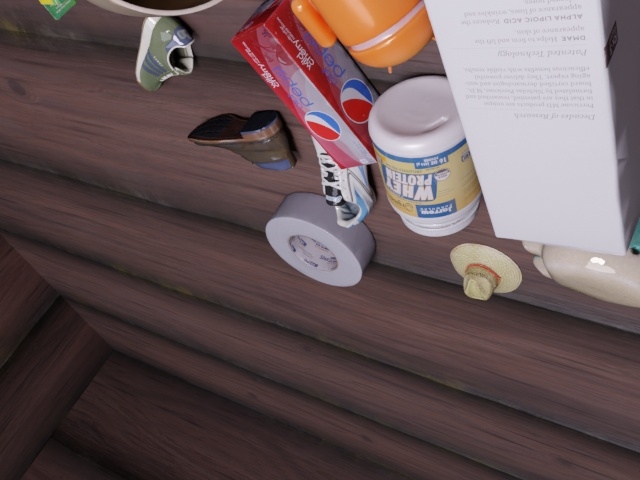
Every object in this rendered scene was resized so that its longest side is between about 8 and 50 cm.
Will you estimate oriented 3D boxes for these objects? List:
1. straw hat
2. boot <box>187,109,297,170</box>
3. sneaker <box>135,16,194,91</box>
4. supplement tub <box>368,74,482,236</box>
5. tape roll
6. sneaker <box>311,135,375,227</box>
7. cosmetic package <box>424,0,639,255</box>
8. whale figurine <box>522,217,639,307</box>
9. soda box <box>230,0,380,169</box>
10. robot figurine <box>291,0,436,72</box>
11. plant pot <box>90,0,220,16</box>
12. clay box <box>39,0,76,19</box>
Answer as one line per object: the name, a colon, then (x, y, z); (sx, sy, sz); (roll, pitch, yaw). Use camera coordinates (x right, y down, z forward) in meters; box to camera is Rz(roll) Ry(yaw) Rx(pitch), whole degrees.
straw hat: (0.289, 0.074, 1.216); (0.145, 0.061, 0.144); (24, 152, 14)
boot: (-0.144, -0.169, 1.224); (0.219, 0.082, 0.106); (4, 139, 39)
sneaker: (-0.258, -0.300, 1.137); (0.086, 0.064, 0.192); (36, 149, 1)
supplement tub: (0.155, -0.114, 0.950); (0.144, 0.144, 0.199); (14, 148, 29)
tape roll: (0.000, 0.000, 1.370); (0.219, 0.072, 0.219); (23, 152, 13)
sneaker: (0.034, -0.114, 1.137); (0.085, 0.086, 0.237); (14, 146, 33)
cosmetic package: (0.241, -0.188, 0.673); (0.156, 0.217, 0.385); (9, 147, 36)
whale figurine: (0.398, 0.010, 0.962); (0.216, 0.141, 0.272); (21, 175, 5)
soda box: (-0.001, -0.226, 0.977); (0.083, 0.092, 0.263); (-5, 136, 50)
robot figurine: (0.054, -0.293, 0.778); (0.219, 0.158, 0.128); (47, -179, -28)
plant pot: (-0.239, -0.386, 0.827); (0.256, 0.256, 0.274); (46, 165, -26)
clay box: (-0.394, -0.446, 0.969); (0.053, 0.127, 0.222); (12, 148, 30)
